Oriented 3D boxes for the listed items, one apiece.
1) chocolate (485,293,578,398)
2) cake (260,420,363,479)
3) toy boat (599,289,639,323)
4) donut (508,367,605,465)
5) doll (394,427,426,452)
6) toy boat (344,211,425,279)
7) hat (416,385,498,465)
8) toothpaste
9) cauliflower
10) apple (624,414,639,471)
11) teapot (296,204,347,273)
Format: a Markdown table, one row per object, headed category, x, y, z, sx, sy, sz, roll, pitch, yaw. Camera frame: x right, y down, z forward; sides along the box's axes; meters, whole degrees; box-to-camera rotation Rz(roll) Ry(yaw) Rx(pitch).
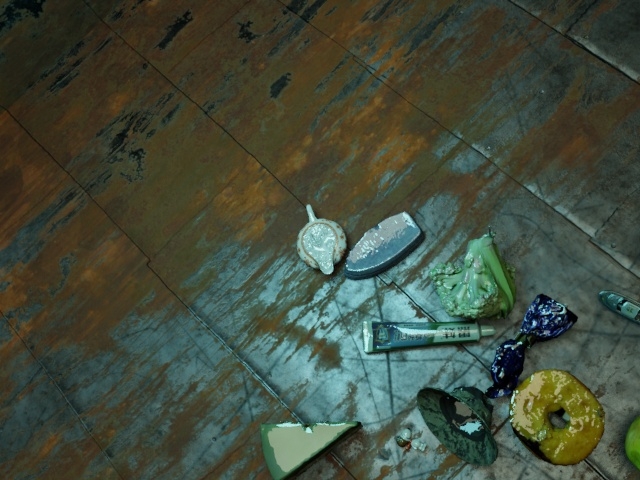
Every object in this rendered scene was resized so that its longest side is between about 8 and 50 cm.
| category | x | y | z | sx | sy | sz | roll | pitch | yaw |
| --- | --- | --- | --- | --- | --- | --- | --- | --- | --- |
| chocolate | 0.564 | 0.298 | 1.793 | 0.126 | 0.148 | 0.343 | 42 | 82 | 20 |
| cake | -0.018 | 0.599 | 1.817 | 0.284 | 0.158 | 0.172 | -5 | 73 | 7 |
| toy boat | 0.858 | 0.183 | 1.815 | 0.141 | 0.060 | 0.055 | 30 | 105 | 24 |
| donut | 0.628 | 0.472 | 1.722 | 0.254 | 0.118 | 0.253 | 0 | 83 | 1 |
| doll | 0.256 | 0.576 | 1.826 | 0.058 | 0.040 | 0.085 | -43 | 69 | -14 |
| toy boat | 0.189 | 0.024 | 1.993 | 0.283 | 0.078 | 0.127 | -35 | 72 | -2 |
| hat | 0.399 | 0.473 | 1.762 | 0.265 | 0.265 | 0.128 | 37 | 52 | 20 |
| toothpaste | 0.316 | 0.275 | 1.894 | 0.392 | 0.061 | 0.098 | -5 | 74 | 12 |
| cauliflower | 0.451 | 0.093 | 1.822 | 0.257 | 0.239 | 0.315 | -10 | 113 | -19 |
| apple | 0.882 | 0.530 | 1.630 | 0.196 | 0.196 | 0.195 | -3 | 72 | 11 |
| teapot | 0.000 | 0.000 | 2.023 | 0.159 | 0.116 | 0.245 | -30 | 71 | 15 |
